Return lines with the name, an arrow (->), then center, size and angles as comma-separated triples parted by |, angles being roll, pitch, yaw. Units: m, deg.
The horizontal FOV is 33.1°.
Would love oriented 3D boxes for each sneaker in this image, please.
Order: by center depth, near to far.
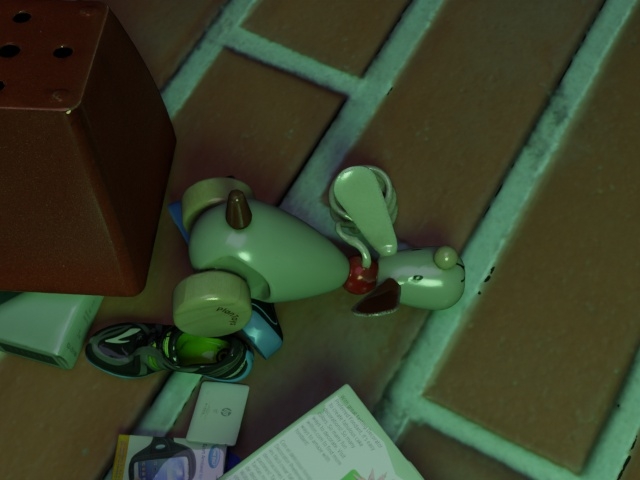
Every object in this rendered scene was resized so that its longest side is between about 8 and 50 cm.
sneaker -> -0.167, 0.115, 1.181 | 0.188, 0.078, 0.067 | 4, 64, 9
sneaker -> -0.088, 0.023, 1.221 | 0.090, 0.081, 0.232 | -31, 64, -5

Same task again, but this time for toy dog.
toy dog -> 0.000, 0.000, 1.126 | 0.334, 0.161, 0.220 | -15, 66, -25

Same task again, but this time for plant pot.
plant pot -> -0.318, -0.118, 1.183 | 0.267, 0.236, 0.267 | 3, 48, 1

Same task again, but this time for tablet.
tablet -> -0.111, 0.186, 1.164 | 0.054, 0.006, 0.083 | 4, 43, 7

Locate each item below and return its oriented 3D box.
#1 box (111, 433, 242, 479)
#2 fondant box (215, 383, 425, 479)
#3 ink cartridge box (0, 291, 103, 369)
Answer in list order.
box -> -0.152, 0.251, 1.139 | 0.136, 0.028, 0.081 | 1, 63, 7
fondant box -> -0.032, 0.334, 1.035 | 0.330, 0.096, 0.238 | -35, 73, -12
ink cartridge box -> -0.376, 0.004, 1.268 | 0.275, 0.060, 0.239 | 14, 66, 12
